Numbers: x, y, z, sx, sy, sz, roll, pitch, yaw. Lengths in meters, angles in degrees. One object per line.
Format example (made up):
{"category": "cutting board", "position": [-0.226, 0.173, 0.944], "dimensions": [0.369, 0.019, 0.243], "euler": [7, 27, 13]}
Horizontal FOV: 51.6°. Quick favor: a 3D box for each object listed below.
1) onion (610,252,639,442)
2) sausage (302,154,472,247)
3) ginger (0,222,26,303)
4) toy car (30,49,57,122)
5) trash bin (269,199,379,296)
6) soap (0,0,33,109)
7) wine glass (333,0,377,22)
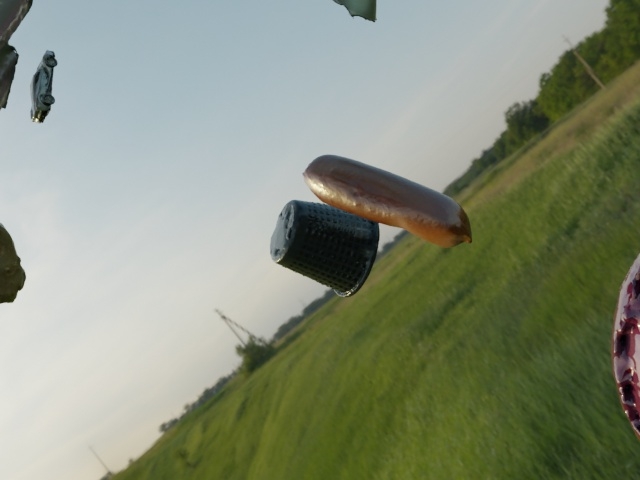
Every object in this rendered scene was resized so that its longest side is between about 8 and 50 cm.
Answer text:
{"category": "onion", "position": [0.452, 0.109, 0.598], "dimensions": [0.358, 0.358, 0.345], "euler": [-42, -16, 24]}
{"category": "sausage", "position": [0.103, -0.067, 1.033], "dimensions": [0.083, 0.300, 0.089], "euler": [-59, -29, -16]}
{"category": "ginger", "position": [-0.547, 0.075, 0.963], "dimensions": [0.258, 0.149, 0.065], "euler": [-40, 21, 1]}
{"category": "toy car", "position": [-0.329, -0.184, 0.783], "dimensions": [0.025, 0.093, 0.041], "euler": [9, -24, -34]}
{"category": "trash bin", "position": [0.000, 0.000, 1.213], "dimensions": [0.175, 0.160, 0.176], "euler": [-49, 32, 44]}
{"category": "soap", "position": [-0.430, -0.151, 0.735], "dimensions": [0.258, 0.158, 0.302], "euler": [117, 170, -58]}
{"category": "wine glass", "position": [0.102, -0.527, 1.173], "dimensions": [0.232, 0.156, 0.156], "euler": [-52, -10, 30]}
